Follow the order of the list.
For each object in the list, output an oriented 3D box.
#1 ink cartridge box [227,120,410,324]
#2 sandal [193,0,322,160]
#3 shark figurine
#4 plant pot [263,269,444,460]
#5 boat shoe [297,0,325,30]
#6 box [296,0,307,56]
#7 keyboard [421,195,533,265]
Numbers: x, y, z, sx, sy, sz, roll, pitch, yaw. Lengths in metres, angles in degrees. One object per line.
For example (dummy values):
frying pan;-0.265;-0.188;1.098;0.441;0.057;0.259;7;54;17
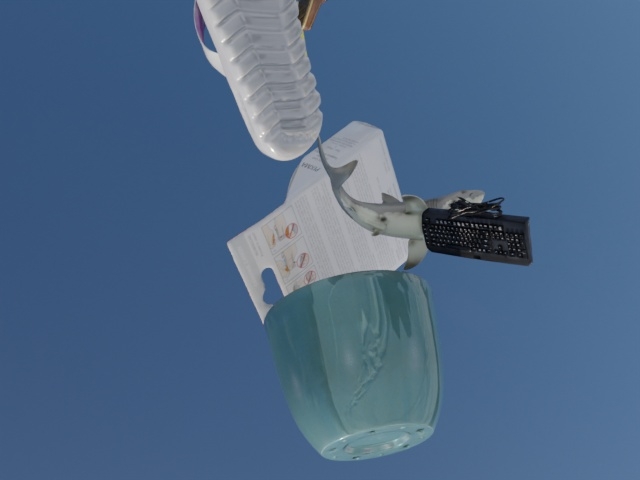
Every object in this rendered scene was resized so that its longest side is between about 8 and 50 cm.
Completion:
ink cartridge box;0.000;0.000;1.545;0.385;0.091;0.308;-37;-51;-23
sandal;-0.110;-0.306;1.101;0.169;0.102;0.416;-29;-63;-37
shark figurine;0.098;-0.061;1.269;0.278;0.166;0.116;15;-148;-22
plant pot;0.067;0.219;1.307;0.293;0.293;0.235;13;-127;-37
boat shoe;0.001;-0.512;1.637;0.060;0.064;0.178;13;-75;-26
box;-0.071;-0.401;1.746;0.058;0.087;0.232;-20;-62;-22
keyboard;0.215;-0.014;1.167;0.038;0.192;0.100;-25;-69;-39
